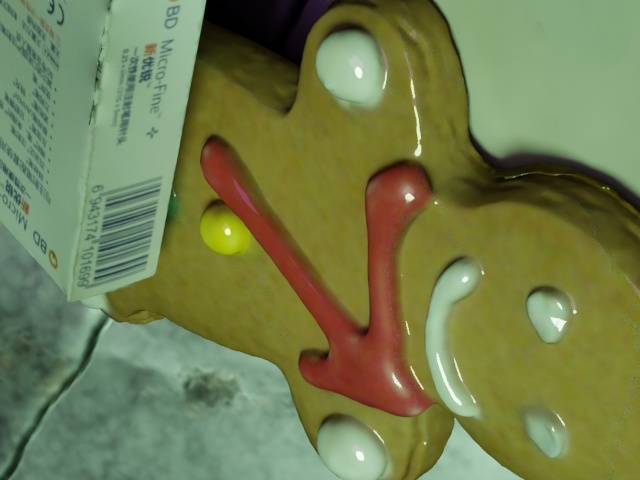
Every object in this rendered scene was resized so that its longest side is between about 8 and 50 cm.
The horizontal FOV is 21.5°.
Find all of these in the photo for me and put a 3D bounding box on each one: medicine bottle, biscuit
[{"bbox_3d":[-0.131,-0.095,0.687,0.201,0.052,0.171,43,137,31],"label":"medicine bottle"},{"bbox_3d":[0.000,0.000,0.662,0.340,0.047,0.216,29,131,35],"label":"biscuit"}]

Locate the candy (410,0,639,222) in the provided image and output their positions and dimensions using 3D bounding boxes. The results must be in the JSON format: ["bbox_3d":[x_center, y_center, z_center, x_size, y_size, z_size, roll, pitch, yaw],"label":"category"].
[{"bbox_3d":[0.174,-0.102,0.616,0.386,0.186,0.427,-40,88,25],"label":"candy"}]
